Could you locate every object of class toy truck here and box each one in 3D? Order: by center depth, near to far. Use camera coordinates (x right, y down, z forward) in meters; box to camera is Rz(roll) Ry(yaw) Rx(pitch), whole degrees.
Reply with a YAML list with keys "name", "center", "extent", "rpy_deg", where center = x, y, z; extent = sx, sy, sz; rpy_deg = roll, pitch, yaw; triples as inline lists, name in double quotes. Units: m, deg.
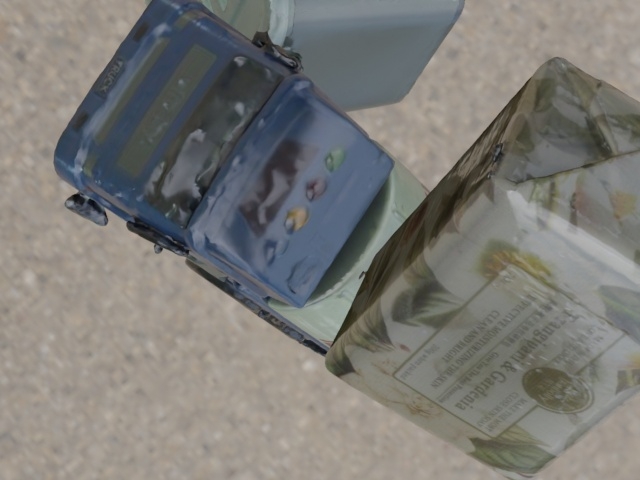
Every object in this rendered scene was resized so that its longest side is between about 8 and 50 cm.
- name: "toy truck"
  center: [0.000, 0.000, 0.558]
  extent: [0.074, 0.088, 0.201]
  rpy_deg: [-55, 149, -2]

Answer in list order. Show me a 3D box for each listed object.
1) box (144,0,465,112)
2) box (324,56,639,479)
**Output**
- name: "box"
  center: [-0.021, -0.182, 1.017]
  extent: [0.135, 0.243, 0.163]
  rpy_deg: [-6, 154, -25]
- name: "box"
  center: [0.048, 0.009, 0.383]
  extent: [0.045, 0.062, 0.098]
  rpy_deg: [-63, -176, -37]
